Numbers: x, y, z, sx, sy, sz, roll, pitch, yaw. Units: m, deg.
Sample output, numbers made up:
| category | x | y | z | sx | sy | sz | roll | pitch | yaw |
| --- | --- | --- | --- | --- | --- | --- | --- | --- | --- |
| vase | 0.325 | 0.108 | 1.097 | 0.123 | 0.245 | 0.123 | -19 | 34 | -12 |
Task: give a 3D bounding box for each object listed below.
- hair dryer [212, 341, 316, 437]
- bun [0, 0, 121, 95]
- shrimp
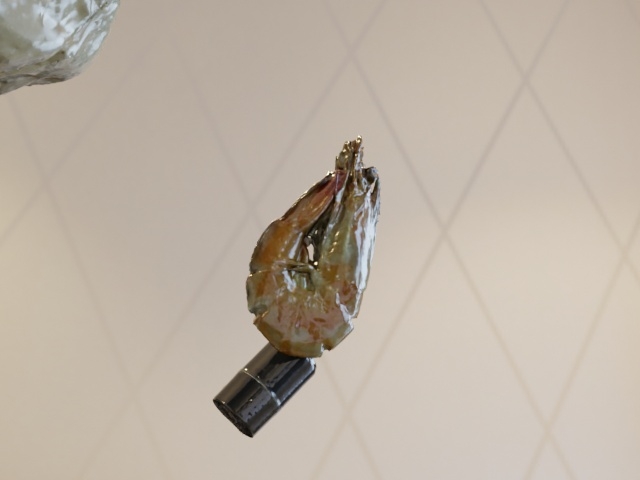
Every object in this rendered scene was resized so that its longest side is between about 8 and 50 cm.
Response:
| category | x | y | z | sx | sy | sz | roll | pitch | yaw |
| --- | --- | --- | --- | --- | --- | --- | --- | --- | --- |
| hair dryer | -0.088 | 0.190 | 1.569 | 0.071 | 0.124 | 0.219 | 48 | -21 | -4 |
| bun | -0.326 | -0.252 | 1.151 | 0.281 | 0.281 | 0.205 | 18 | -37 | -32 |
| shrimp | 0.000 | 0.000 | 1.495 | 0.154 | 0.294 | 0.062 | 24 | -20 | -17 |
